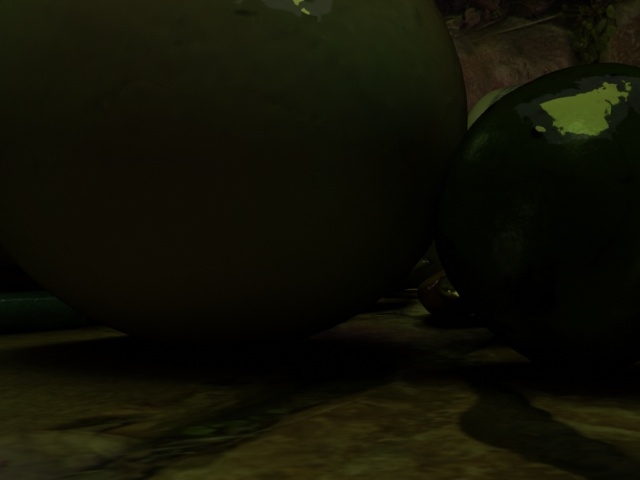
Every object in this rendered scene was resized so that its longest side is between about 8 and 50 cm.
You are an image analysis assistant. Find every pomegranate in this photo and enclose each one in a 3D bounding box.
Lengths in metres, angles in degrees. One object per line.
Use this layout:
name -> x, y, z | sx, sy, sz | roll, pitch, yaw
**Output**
pomegranate -> 0.175, 0.003, 0.574 | 0.187, 0.187, 0.225 | -2, 33, -40

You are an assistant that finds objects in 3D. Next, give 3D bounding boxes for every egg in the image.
egg -> -0.045, -0.083, 0.714 | 0.355, 0.354, 0.340 | -2, 13, -39

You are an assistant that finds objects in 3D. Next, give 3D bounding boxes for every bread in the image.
bread -> 0.140, 0.040, 0.914 | 0.154, 0.054, 0.136 | -27, -11, 32

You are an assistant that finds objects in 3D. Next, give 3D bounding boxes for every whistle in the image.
whistle -> -0.294, 0.064, 0.881 | 0.186, 0.039, 0.039 | -1, 1, -33

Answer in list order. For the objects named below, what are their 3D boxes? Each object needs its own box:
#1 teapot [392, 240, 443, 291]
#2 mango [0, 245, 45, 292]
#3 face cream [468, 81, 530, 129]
teapot -> -0.014, -0.039, 1.140 | 0.239, 0.239, 0.322 | -18, -5, 41
mango -> -0.298, -0.042, 0.978 | 0.365, 0.182, 0.253 | 23, -33, -17
face cream -> 0.187, -0.027, 0.803 | 0.111, 0.205, 0.206 | -5, -1, 32
